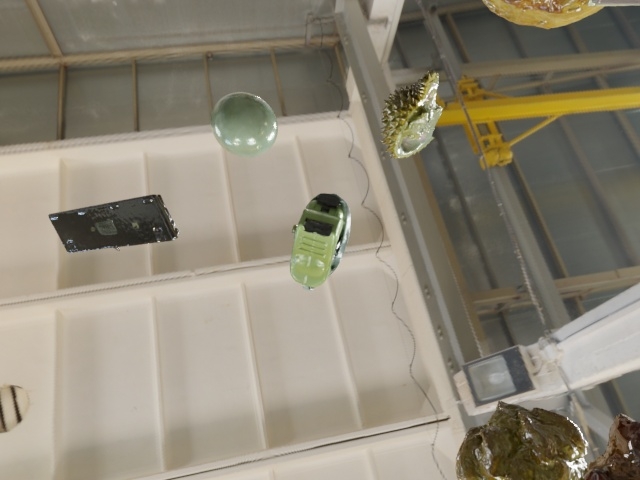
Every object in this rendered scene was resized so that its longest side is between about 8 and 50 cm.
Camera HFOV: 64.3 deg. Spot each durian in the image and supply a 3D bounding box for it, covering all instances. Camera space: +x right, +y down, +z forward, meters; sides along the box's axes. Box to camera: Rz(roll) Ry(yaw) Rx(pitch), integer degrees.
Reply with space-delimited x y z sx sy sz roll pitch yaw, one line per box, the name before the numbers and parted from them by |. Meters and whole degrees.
durian | 0.245 -0.325 1.377 0.166 0.306 0.172 5 -117 5

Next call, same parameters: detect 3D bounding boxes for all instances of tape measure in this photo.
tape measure | 0.000 0.000 1.011 0.106 0.200 0.175 15 -135 5

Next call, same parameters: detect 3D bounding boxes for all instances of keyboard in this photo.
keyboard | -0.415 -0.028 1.012 0.317 0.106 0.027 -5 -154 28

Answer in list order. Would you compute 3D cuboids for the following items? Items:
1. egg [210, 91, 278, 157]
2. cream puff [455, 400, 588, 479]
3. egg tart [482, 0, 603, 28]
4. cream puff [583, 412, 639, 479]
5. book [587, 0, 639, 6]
egg | -0.184 -0.278 1.221 0.149 0.149 0.192 -32 -137 -19
cream puff | 0.384 0.416 0.967 0.244 0.244 0.196 15 -106 3
egg tart | 0.529 -0.707 1.127 0.443 0.443 0.178 37 -131 13
cream puff | 0.366 0.319 0.505 0.155 0.241 0.269 20 -80 -36
book | 0.309 -0.291 0.424 0.127 0.181 0.014 -8 -142 -17
